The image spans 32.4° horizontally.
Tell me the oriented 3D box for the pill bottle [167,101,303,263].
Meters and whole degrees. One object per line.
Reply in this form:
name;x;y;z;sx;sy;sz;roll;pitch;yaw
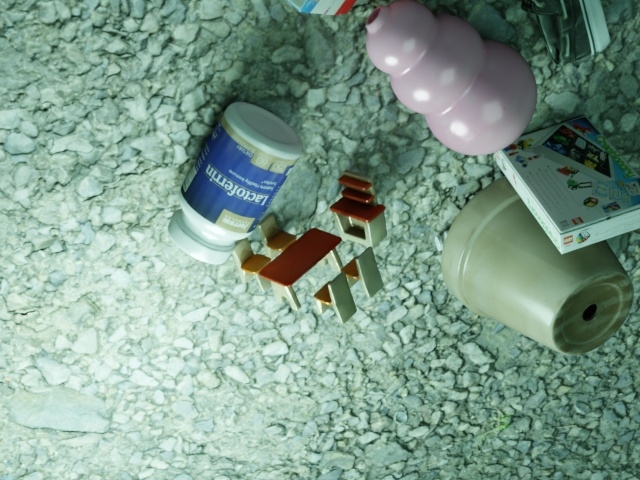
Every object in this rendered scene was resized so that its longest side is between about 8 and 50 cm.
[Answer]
pill bottle;-0.156;-0.097;1.938;0.153;0.153;0.265;20;116;-28

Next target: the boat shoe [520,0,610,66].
boat shoe;0.403;-0.429;1.899;0.119;0.121;0.335;-34;128;2

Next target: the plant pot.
plant pot;0.438;0.065;2.118;0.323;0.280;0.323;-14;126;-20

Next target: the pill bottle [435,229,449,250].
pill bottle;0.273;-0.003;2.200;0.083;0.043;0.043;-14;126;-8

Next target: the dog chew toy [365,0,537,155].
dog chew toy;0.215;-0.291;1.897;0.332;0.207;0.206;32;110;-24

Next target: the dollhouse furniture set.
dollhouse furniture set;0.000;0.000;2.010;0.259;0.262;0.135;-41;131;-30

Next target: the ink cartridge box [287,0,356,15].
ink cartridge box;0.017;-0.437;1.759;0.078;0.231;0.134;41;110;9

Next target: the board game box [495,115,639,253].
board game box;0.467;-0.110;2.023;0.193;0.305;0.053;-18;129;-4
